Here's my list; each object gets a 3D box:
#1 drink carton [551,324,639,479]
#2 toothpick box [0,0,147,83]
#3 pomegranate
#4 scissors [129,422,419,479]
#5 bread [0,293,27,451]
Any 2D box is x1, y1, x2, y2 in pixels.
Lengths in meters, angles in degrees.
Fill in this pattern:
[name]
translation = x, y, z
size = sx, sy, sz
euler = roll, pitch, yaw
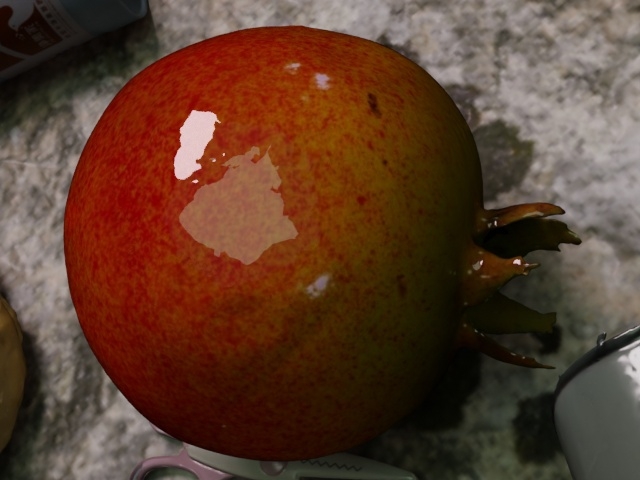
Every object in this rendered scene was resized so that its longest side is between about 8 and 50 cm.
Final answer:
[drink carton]
translation = 0.199, 0.138, 0.535
size = 0.191, 0.185, 0.189
euler = -24, 52, 13
[toothpick box]
translation = -0.206, -0.160, 0.841
size = 0.153, 0.101, 0.101
euler = -23, 63, 12
[pomegranate]
translation = 0.000, 0.000, 0.637
size = 0.257, 0.221, 0.220
euler = 9, 73, 7
[scissors]
translation = -0.027, 0.123, 0.704
size = 0.176, 0.022, 0.085
euler = 4, 70, 26
[bread]
translation = -0.303, 0.082, 0.768
size = 0.244, 0.134, 0.244
euler = -7, 71, 20
